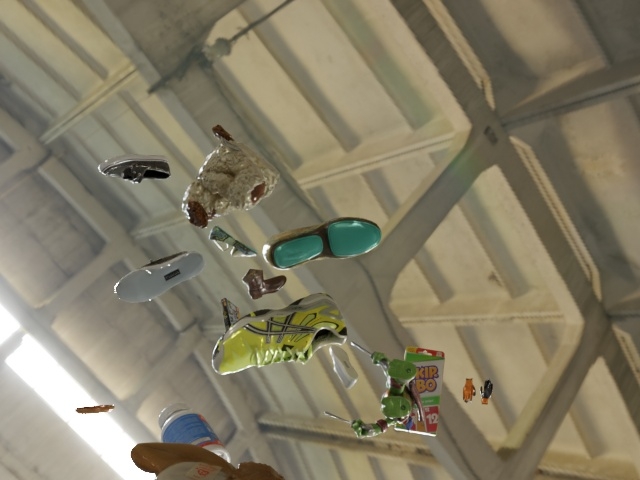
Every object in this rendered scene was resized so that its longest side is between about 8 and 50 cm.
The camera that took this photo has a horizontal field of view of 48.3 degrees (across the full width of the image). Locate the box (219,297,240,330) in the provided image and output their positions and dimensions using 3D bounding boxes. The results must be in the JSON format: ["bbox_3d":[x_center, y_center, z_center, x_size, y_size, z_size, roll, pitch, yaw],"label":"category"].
[{"bbox_3d":[-0.316,0.283,2.556,0.094,0.027,0.137,50,17,-51],"label":"box"}]

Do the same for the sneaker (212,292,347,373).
[{"bbox_3d":[-0.103,0.263,1.901,0.147,0.385,0.145,50,-26,40],"label":"sneaker"}]

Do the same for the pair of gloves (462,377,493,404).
[{"bbox_3d":[0.428,0.411,1.941,0.010,0.083,0.074,-121,-144,-77],"label":"pair of gloves"}]

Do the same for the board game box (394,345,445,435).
[{"bbox_3d":[0.305,0.452,2.170,0.124,0.259,0.039,8,-24,6],"label":"board game box"}]

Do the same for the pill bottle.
[{"bbox_3d":[-0.324,0.502,1.779,0.221,0.124,0.124,37,-25,49],"label":"pill bottle"}]

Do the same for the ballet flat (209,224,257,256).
[{"bbox_3d":[-0.303,0.018,2.444,0.188,0.070,0.070,35,-26,-27],"label":"ballet flat"}]

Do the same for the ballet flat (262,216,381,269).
[{"bbox_3d":[0.000,0.000,2.006,0.123,0.349,0.123,167,-90,-68],"label":"ballet flat"}]

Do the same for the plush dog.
[{"bbox_3d":[-0.250,-0.134,1.744,0.210,0.262,0.225,44,-77,-4],"label":"plush dog"}]

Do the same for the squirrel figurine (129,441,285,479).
[{"bbox_3d":[-0.230,0.634,1.442,0.281,0.397,0.370,-148,-115,-62],"label":"squirrel figurine"}]

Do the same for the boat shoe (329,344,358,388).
[{"bbox_3d":[0.075,0.447,2.521,0.184,0.066,0.063,52,-58,43],"label":"boat shoe"}]

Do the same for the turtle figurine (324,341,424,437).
[{"bbox_3d":[0.131,0.378,1.761,0.275,0.198,0.266,44,-21,11],"label":"turtle figurine"}]

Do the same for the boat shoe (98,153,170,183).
[{"bbox_3d":[-0.542,-0.204,2.114,0.080,0.229,0.076,-36,-107,36],"label":"boat shoe"}]

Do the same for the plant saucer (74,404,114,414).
[{"bbox_3d":[-0.492,0.369,1.555,0.083,0.084,0.013,-12,-102,53],"label":"plant saucer"}]

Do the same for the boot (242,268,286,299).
[{"bbox_3d":[-0.137,0.094,1.758,0.037,0.106,0.114,51,-14,30],"label":"boot"}]

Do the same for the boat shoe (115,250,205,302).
[{"bbox_3d":[-0.541,0.109,2.372,0.105,0.306,0.113,17,-48,59],"label":"boat shoe"}]
